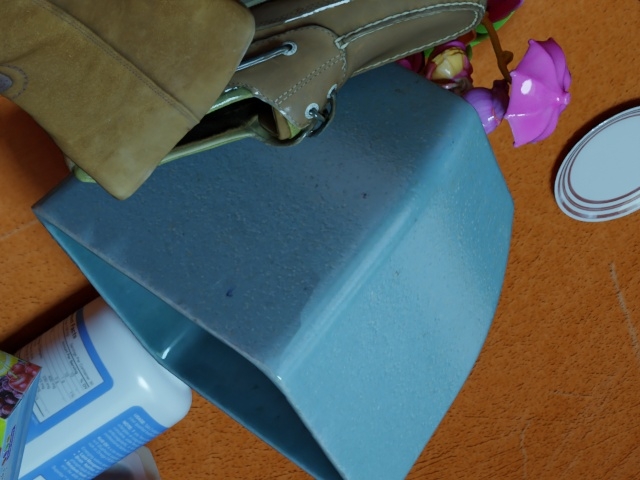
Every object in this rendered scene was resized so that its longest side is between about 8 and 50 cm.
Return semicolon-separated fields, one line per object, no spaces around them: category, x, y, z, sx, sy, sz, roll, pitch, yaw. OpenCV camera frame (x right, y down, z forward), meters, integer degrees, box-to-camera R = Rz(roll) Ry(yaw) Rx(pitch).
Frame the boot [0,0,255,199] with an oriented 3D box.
boot;-0.191;-0.090;1.059;0.264;0.096;0.280;-54;148;-1

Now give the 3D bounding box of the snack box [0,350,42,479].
snack box;-0.329;0.135;1.424;0.207;0.070;0.174;22;131;5

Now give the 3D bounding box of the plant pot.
plant pot;0.000;0.000;1.342;0.252;0.248;0.247;-49;147;-13

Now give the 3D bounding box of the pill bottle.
pill bottle;-0.184;0.121;1.538;0.221;0.124;0.124;-33;141;6

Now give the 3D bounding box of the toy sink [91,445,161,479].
toy sink;-0.217;0.271;1.678;0.153;0.131;0.234;-5;140;-27

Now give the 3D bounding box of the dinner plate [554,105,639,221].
dinner plate;0.272;-0.072;1.682;0.141;0.017;0.141;-16;139;-15

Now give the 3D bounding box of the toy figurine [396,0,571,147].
toy figurine;0.116;-0.129;1.414;0.173;0.159;0.130;-36;141;10

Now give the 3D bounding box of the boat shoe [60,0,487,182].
boat shoe;-0.028;-0.109;1.233;0.307;0.104;0.111;-15;161;-4
